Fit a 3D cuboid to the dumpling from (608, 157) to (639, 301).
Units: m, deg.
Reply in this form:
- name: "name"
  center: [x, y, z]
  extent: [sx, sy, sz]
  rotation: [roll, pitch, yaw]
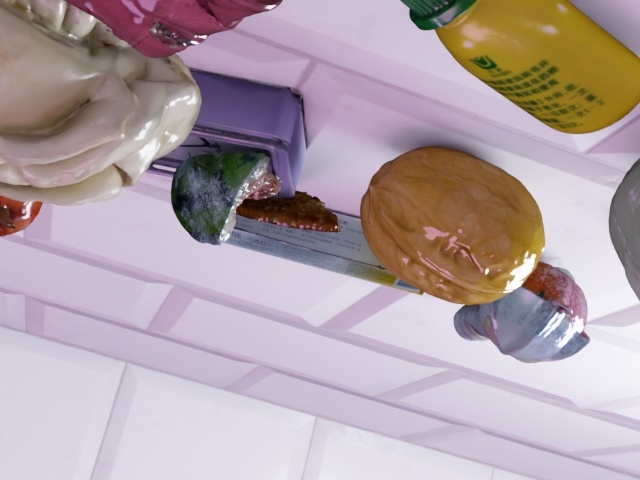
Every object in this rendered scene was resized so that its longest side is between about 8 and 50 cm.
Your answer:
- name: "dumpling"
  center: [0.392, 0.005, 0.889]
  extent: [0.320, 0.212, 0.270]
  rotation: [7, -158, -24]

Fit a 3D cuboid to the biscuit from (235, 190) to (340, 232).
- name: "biscuit"
  center: [-0.060, -0.046, 1.168]
  extent: [0.126, 0.025, 0.206]
  rotation: [4, -167, -24]

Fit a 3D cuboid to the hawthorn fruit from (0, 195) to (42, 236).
- name: "hawthorn fruit"
  center: [-0.416, -0.088, 1.207]
  extent: [0.173, 0.179, 0.173]
  rotation: [4, 140, 3]

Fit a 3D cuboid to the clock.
- name: "clock"
  center: [-0.117, -0.116, 1.080]
  extent: [0.193, 0.073, 0.144]
  rotation: [11, 161, 6]

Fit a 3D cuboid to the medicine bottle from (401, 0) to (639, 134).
- name: "medicine bottle"
  center: [0.120, -0.171, 0.745]
  extent: [0.309, 0.076, 0.111]
  rotation: [26, 157, -33]

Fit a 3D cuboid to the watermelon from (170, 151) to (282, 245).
- name: "watermelon"
  center: [-0.113, -0.045, 1.061]
  extent: [0.155, 0.101, 0.080]
  rotation: [13, 175, 32]

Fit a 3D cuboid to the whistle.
- name: "whistle"
  center: [0.266, 0.102, 1.376]
  extent: [0.142, 0.134, 0.346]
  rotation: [13, 171, -8]

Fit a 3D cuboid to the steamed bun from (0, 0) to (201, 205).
- name: "steamed bun"
  center: [-0.250, -0.137, 0.787]
  extent: [0.276, 0.203, 0.289]
  rotation: [43, -176, -3]

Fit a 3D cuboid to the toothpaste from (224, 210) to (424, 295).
- name: "toothpaste"
  center: [0.000, 0.000, 1.335]
  extent: [0.313, 0.071, 0.089]
  rotation: [14, 164, -1]

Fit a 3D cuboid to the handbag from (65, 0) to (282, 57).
- name: "handbag"
  center: [-0.124, -0.229, 0.653]
  extent: [0.135, 0.146, 0.225]
  rotation: [-11, 149, 40]

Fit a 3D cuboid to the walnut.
- name: "walnut"
  center: [0.139, -0.016, 1.065]
  extent: [0.206, 0.159, 0.159]
  rotation: [27, 158, -16]
